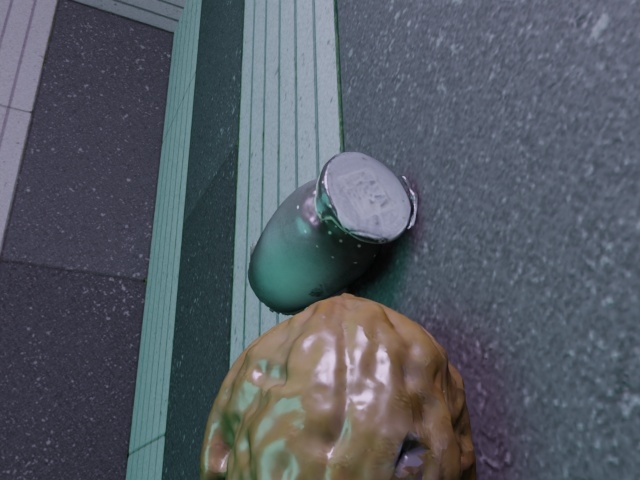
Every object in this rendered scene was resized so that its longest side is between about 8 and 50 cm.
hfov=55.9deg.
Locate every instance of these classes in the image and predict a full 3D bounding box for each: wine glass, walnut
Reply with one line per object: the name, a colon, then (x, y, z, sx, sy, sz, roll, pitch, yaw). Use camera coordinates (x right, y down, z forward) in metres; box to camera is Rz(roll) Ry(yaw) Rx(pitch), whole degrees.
wine glass: (0.000, 0.000, 0.622, 0.204, 0.111, 0.111, -42, 43, 50)
walnut: (0.015, 0.156, 0.437, 0.198, 0.198, 0.244, -22, 56, 61)
